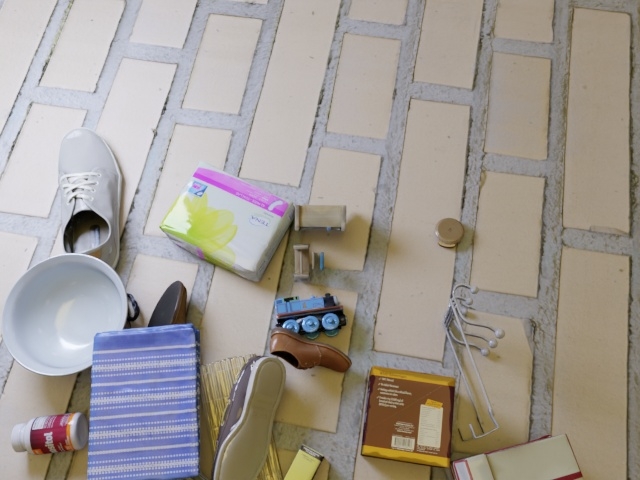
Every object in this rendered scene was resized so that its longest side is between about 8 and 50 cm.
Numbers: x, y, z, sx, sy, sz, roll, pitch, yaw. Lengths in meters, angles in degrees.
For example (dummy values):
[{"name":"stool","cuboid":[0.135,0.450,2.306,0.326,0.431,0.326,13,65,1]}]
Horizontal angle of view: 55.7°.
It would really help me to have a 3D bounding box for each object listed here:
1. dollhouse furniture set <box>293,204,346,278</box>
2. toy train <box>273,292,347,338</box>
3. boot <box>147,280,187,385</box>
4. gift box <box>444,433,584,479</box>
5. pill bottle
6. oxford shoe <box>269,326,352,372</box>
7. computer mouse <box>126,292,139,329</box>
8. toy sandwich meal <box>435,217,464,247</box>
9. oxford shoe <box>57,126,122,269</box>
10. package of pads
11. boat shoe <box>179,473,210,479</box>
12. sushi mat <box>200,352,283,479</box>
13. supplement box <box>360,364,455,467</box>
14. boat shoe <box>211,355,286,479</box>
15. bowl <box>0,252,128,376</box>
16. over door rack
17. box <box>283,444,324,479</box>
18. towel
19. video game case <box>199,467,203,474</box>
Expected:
[{"name":"dollhouse furniture set","cuboid":[0.000,0.000,1.564,0.129,0.129,0.183,1,94,1]},{"name":"toy train","cuboid":[-0.027,0.187,1.503,0.184,0.080,0.105,-9,63,-2]},{"name":"boot","cuboid":[-0.358,0.251,1.487,0.115,0.112,0.305,24,59,-35]},{"name":"gift box","cuboid":[0.404,0.566,1.254,0.258,0.255,0.276,-12,63,-5]},{"name":"pill bottle","cuboid":[-0.631,0.453,1.415,0.152,0.086,0.086,-7,69,0]},{"name":"oxford shoe","cuboid":[-0.026,0.281,1.444,0.212,0.076,0.076,21,46,-11]},{"name":"computer mouse","cuboid":[-0.471,0.243,1.520,0.071,0.041,0.242,-20,64,12]},{"name":"toy sandwich meal","cuboid":[0.340,-0.019,1.597,0.086,0.029,0.085,-1,65,2]},{"name":"oxford shoe","cuboid":[-0.621,-0.120,1.610,0.169,0.130,0.449,-13,68,-1]},{"name":"package of pads","cuboid":[-0.242,-0.047,1.584,0.297,0.101,0.229,24,71,11]},{"name":"boat shoe","cuboid":[-0.356,0.538,1.346,0.302,0.094,0.109,24,71,10]},{"name":"sushi mat","cuboid":[-0.196,0.433,1.446,0.151,0.019,0.316,-15,70,-3]},{"name":"supplement box","cuboid":[0.197,0.404,1.386,0.191,0.129,0.194,7,70,5]},{"name":"boat shoe","cuboid":[-0.176,0.421,1.388,0.117,0.097,0.324,28,71,-31]},{"name":"bowl","cuboid":[-0.602,0.191,1.484,0.298,0.134,0.297,0,71,1]},{"name":"over door rack","cuboid":[0.354,0.281,1.372,0.108,0.239,0.324,-7,69,5]},{"name":"box","cuboid":[-0.069,0.575,1.353,0.058,0.087,0.232,27,71,11]},{"name":"towel","cuboid":[-0.387,0.357,1.339,0.243,0.040,0.336,-4,70,-4]},{"name":"video game case","cuboid":[-0.388,0.540,1.410,0.190,0.022,0.173,-31,71,-11]}]
